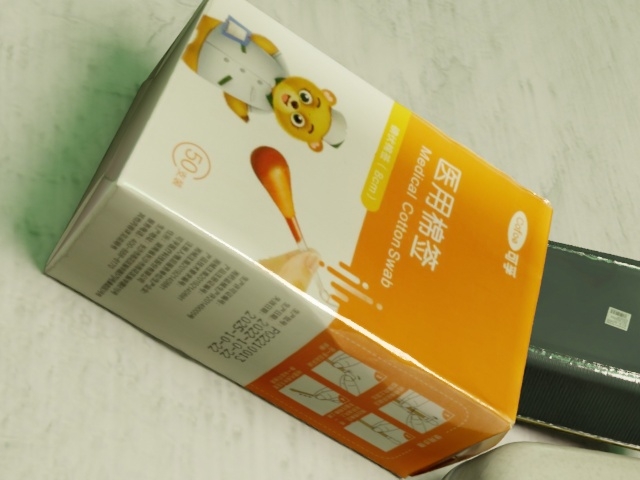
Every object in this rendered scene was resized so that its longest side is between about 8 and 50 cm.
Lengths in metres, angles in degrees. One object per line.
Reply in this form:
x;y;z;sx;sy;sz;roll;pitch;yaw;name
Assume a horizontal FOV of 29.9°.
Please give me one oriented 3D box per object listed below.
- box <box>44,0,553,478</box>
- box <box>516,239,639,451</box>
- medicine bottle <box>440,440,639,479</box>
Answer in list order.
0.000;0.000;0.918;0.341;0.143;0.225;31;50;-15;box
0.243;0.086;1.020;0.200;0.090;0.144;15;51;5;box
0.260;0.298;0.933;0.375;0.123;0.282;15;57;-29;medicine bottle
